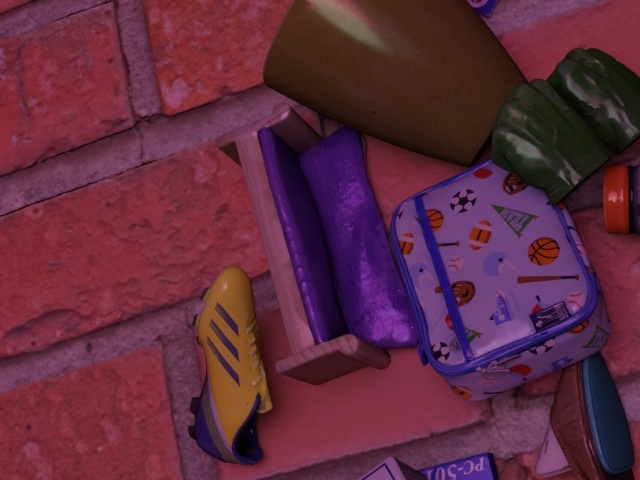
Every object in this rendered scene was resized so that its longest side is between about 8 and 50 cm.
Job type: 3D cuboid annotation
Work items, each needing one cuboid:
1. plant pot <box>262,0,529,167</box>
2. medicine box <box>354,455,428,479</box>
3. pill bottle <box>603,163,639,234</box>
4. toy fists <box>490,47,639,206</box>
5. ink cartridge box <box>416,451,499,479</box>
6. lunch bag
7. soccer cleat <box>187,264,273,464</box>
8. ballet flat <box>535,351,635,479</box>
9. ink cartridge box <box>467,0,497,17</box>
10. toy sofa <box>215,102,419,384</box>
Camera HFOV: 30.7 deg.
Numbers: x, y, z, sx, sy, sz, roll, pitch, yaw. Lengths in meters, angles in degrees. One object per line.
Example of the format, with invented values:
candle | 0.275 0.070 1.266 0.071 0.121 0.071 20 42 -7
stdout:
plant pot | 0.121 -0.237 1.554 0.293 0.275 0.275 36 90 9
medicine box | 0.069 0.451 1.366 0.263 0.149 0.289 -36 60 7
pill bottle | 0.474 -0.052 1.430 0.245 0.130 0.131 0 76 20
toy fists | 0.316 -0.152 1.467 0.279 0.096 0.142 -34 80 -37
ink cartridge box | 0.132 0.345 1.495 0.207 0.046 0.097 -17 72 15
lunch bag | 0.216 0.047 1.467 0.243 0.115 0.303 -23 50 13
soccer cleat | -0.106 0.169 1.549 0.121 0.093 0.289 20 117 26
ballet flat | 0.335 0.303 1.414 0.124 0.116 0.342 -29 71 31
ink cartridge box | 0.114 -0.466 1.708 0.370 0.069 0.176 24 85 21
toy sofa | 0.000 0.000 1.576 0.177 0.150 0.363 -21 70 15
